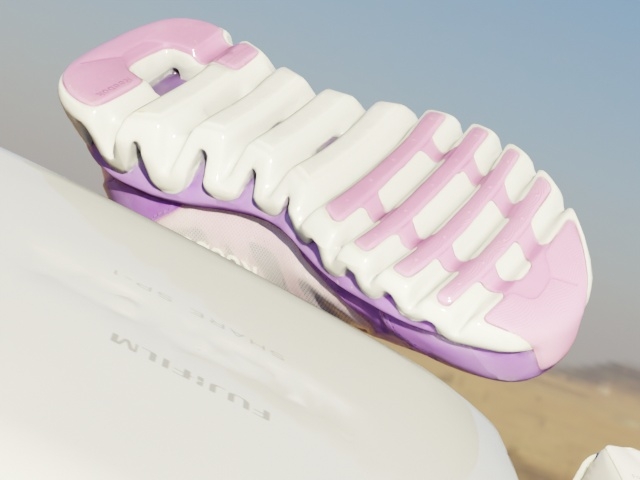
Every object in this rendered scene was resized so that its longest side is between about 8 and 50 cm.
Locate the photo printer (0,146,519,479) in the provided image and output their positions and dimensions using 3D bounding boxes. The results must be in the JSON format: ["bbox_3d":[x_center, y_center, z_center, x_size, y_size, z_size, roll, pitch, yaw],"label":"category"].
[{"bbox_3d":[-0.059,0.075,0.464,0.256,0.107,0.307,28,10,-7],"label":"photo printer"}]

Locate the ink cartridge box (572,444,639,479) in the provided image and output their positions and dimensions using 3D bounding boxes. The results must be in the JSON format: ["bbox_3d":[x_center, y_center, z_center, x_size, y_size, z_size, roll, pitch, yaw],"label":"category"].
[{"bbox_3d":[0.153,0.205,0.779,0.082,0.140,0.191,13,30,-22],"label":"ink cartridge box"}]

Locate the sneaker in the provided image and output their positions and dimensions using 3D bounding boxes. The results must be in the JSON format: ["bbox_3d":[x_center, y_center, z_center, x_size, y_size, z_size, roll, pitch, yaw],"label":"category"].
[{"bbox_3d":[0.000,0.000,0.703,0.236,0.105,0.095,27,44,31],"label":"sneaker"}]
